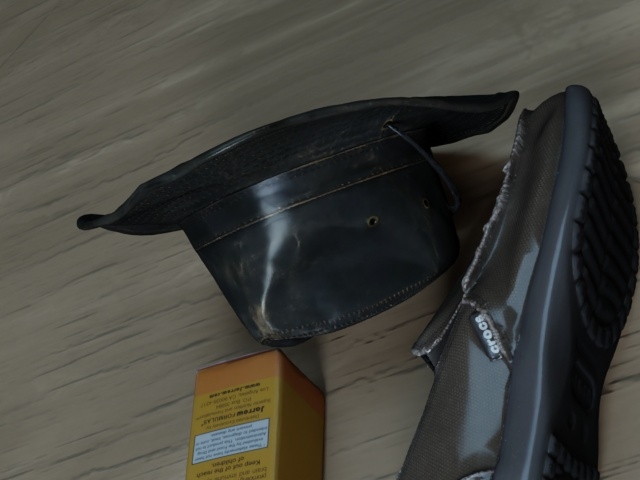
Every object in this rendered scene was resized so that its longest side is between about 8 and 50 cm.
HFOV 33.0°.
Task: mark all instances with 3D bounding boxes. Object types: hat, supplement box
[{"bbox_3d":[0.000,0.000,0.771,0.331,0.331,0.134,-17,87,20],"label":"hat"},{"bbox_3d":[-0.047,0.194,0.725,0.080,0.078,0.233,-17,48,20],"label":"supplement box"}]

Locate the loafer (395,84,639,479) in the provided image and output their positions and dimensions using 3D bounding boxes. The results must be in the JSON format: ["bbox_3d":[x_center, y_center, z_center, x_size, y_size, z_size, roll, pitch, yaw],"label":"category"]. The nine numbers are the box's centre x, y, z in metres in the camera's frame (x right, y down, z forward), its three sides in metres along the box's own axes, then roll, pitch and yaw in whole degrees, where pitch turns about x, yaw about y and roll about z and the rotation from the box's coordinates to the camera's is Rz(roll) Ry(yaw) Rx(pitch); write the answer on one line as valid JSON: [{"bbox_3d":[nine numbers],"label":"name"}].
[{"bbox_3d":[0.115,0.053,0.694,0.130,0.134,0.366,-1,55,31],"label":"loafer"}]
